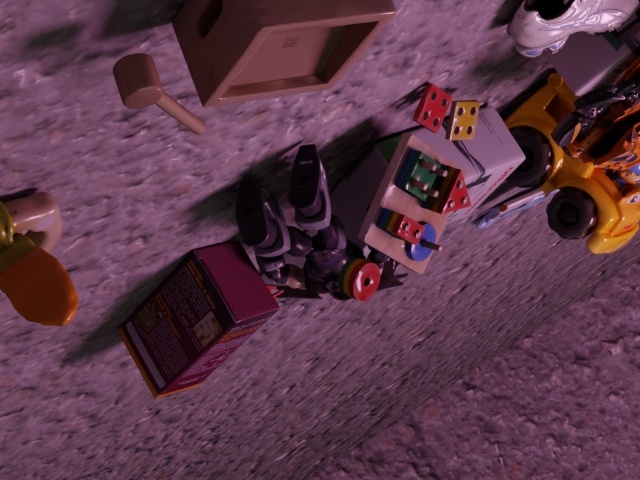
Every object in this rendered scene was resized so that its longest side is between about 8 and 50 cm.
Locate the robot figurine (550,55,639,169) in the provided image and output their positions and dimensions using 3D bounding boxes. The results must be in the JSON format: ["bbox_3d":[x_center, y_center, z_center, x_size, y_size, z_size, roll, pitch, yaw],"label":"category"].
[{"bbox_3d":[0.401,-0.173,1.840,0.291,0.085,0.211,-38,162,26],"label":"robot figurine"}]

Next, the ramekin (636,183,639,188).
[{"bbox_3d":[0.501,-0.137,2.201,0.273,0.273,0.127,-25,177,-24],"label":"ramekin"}]

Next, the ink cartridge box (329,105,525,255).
[{"bbox_3d":[0.128,-0.073,1.981,0.208,0.087,0.153,-21,162,-37],"label":"ink cartridge box"}]

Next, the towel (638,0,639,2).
[{"bbox_3d":[0.421,-0.342,1.541,0.308,0.076,0.227,-36,131,11],"label":"towel"}]

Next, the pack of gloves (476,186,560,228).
[{"bbox_3d":[0.346,-0.091,2.477,0.232,0.046,0.195,-24,175,-16],"label":"pack of gloves"}]

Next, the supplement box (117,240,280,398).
[{"bbox_3d":[-0.149,0.096,1.942,0.081,0.104,0.188,-14,157,-48],"label":"supplement box"}]

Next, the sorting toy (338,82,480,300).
[{"bbox_3d":[0.122,-0.045,1.829,0.132,0.046,0.274,30,83,-51],"label":"sorting toy"}]

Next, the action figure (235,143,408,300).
[{"bbox_3d":[0.000,0.000,1.858,0.185,0.099,0.285,-17,154,11],"label":"action figure"}]

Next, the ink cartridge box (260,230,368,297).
[{"bbox_3d":[0.002,0.040,2.164,0.181,0.056,0.224,-14,155,-48],"label":"ink cartridge box"}]

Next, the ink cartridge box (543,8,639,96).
[{"bbox_3d":[0.381,-0.262,1.866,0.219,0.092,0.160,-40,162,26],"label":"ink cartridge box"}]

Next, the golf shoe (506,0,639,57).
[{"bbox_3d":[0.287,-0.262,1.742,0.176,0.069,0.086,-30,159,-11],"label":"golf shoe"}]

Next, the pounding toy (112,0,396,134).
[{"bbox_3d":[-0.078,-0.166,1.296,0.206,0.094,0.181,-11,161,-30],"label":"pounding toy"}]

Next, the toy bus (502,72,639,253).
[{"bbox_3d":[0.357,-0.124,2.042,0.211,0.220,0.149,-48,163,28],"label":"toy bus"}]

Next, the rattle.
[{"bbox_3d":[-0.283,0.056,1.503,0.130,0.143,0.199,-43,170,-45],"label":"rattle"}]
